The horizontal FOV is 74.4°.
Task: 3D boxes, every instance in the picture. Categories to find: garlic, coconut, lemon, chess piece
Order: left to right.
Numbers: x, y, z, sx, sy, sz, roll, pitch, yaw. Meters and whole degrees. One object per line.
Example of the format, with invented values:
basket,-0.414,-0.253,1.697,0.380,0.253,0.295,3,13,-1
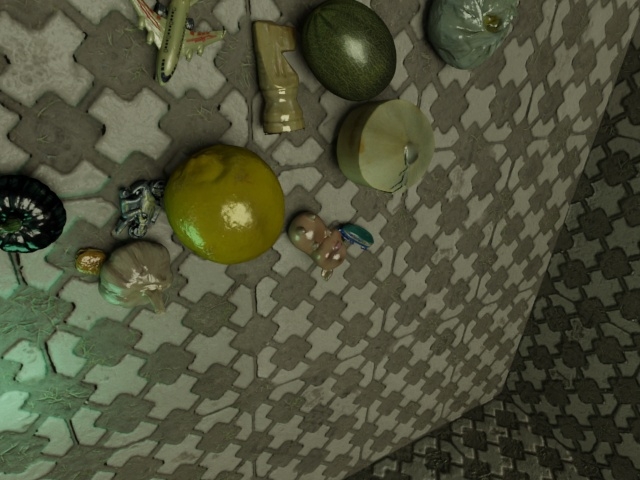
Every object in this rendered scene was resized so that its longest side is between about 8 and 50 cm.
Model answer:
garlic,-0.498,0.122,1.199,0.218,0.212,0.219,-34,147,-26
lemon,-0.256,-0.094,1.173,0.347,0.348,0.348,-16,124,-26
chess piece,-0.122,-0.461,1.201,0.137,0.137,0.301,-18,114,-25
coconut,0.216,-0.306,1.376,0.322,0.323,0.323,-16,124,-26

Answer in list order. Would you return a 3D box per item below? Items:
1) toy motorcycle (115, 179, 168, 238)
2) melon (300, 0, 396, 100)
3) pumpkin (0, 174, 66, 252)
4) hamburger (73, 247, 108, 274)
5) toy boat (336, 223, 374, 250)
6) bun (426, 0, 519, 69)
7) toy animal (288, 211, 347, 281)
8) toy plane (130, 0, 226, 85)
toy motorcycle,-0.508,-0.097,1.173,0.124,0.061,0.194,27,97,-42
melon,0.081,-0.538,1.198,0.301,0.237,0.238,30,97,-41
pumpkin,-0.714,-0.061,1.006,0.194,0.150,0.194,-31,151,-20
hamburger,-0.644,0.061,1.185,0.083,0.044,0.076,4,116,-38
toy boat,0.117,-0.006,1.645,0.175,0.091,0.110,25,128,-37
bun,0.526,-0.756,1.402,0.354,0.194,0.355,-18,127,-26
toy animal,-0.009,0.007,1.512,0.250,0.154,0.166,46,76,-24
toy plane,-0.353,-0.503,1.015,0.241,0.104,0.256,10,110,-40
